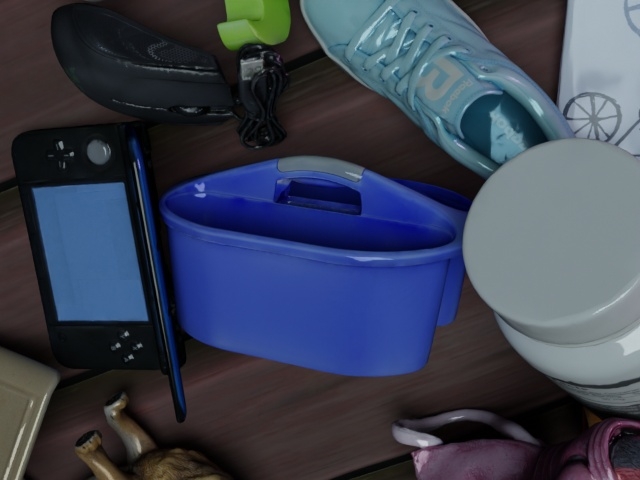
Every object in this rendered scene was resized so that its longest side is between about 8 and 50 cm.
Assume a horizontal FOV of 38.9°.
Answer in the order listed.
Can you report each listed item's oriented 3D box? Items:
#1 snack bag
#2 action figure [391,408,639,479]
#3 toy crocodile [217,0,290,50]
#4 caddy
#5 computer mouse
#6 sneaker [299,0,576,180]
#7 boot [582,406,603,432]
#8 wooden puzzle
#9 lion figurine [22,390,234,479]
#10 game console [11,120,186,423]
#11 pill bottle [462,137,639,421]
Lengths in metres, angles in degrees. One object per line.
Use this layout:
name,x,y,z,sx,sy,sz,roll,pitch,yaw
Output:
snack bag,0.419,-0.159,0.995,0.323,0.037,0.343,3,107,3
action figure,0.273,0.246,0.941,0.248,0.370,0.276,-9,67,-26
toy crocodile,-0.064,-0.363,0.911,0.115,0.105,0.341,11,105,22
caddy,0.000,0.000,0.934,0.341,0.241,0.179,9,113,20
computer mouse,-0.170,-0.167,0.957,0.272,0.188,0.072,20,69,5
sneaker,0.129,-0.174,0.936,0.366,0.150,0.135,35,100,1
boot,0.412,0.181,1.047,0.211,0.104,0.295,-4,108,3
wooden puzzle,-0.423,0.234,1.057,0.221,0.044,0.239,16,80,24
lion figurine,-0.275,0.341,1.117,0.392,0.142,0.240,-23,110,22
game console,-0.243,0.029,0.973,0.250,0.173,0.293,-2,104,19
pill bottle,0.288,0.058,0.879,0.204,0.204,0.361,-40,141,11
